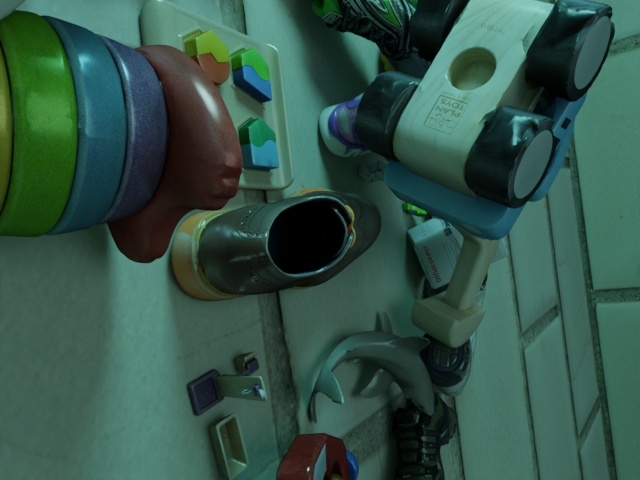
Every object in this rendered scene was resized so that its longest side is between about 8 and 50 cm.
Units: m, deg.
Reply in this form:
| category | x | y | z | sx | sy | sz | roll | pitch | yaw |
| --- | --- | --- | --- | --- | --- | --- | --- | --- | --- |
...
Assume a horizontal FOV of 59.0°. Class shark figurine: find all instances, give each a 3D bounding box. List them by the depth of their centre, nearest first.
| category | x | y | z | sx | sy | sz | roll | pitch | yaw |
| --- | --- | --- | --- | --- | --- | --- | --- | --- | --- |
| shark figurine | 0.093 | 0.164 | 0.803 | 0.278 | 0.116 | 0.166 | 15 | 62 | -45 |

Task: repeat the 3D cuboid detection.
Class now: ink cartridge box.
| category | x | y | z | sx | sy | sz | roll | pitch | yaw |
| --- | --- | --- | --- | --- | --- | --- | --- | --- | --- |
| ink cartridge box | 0.246 | 0.005 | 1.023 | 0.063 | 0.150 | 0.109 | -106 | 170 | -63 |

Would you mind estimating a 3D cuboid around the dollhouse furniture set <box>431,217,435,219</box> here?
| category | x | y | z | sx | sy | sz | roll | pitch | yaw |
| --- | --- | --- | --- | --- | --- | --- | --- | --- | --- |
| dollhouse furniture set | 0.284 | -0.080 | 1.126 | 0.161 | 0.101 | 0.182 | -46 | 131 | -60 |

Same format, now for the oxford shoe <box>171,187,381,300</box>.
| category | x | y | z | sx | sy | sz | roll | pitch | yaw |
| --- | --- | --- | --- | --- | --- | --- | --- | --- | --- |
| oxford shoe | 0.000 | 0.000 | 0.688 | 0.363 | 0.132 | 0.130 | -19 | 99 | -55 |

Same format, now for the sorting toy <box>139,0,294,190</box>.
| category | x | y | z | sx | sy | sz | roll | pitch | yaw |
| --- | --- | --- | --- | --- | --- | --- | --- | --- | --- |
| sorting toy | -0.103 | -0.157 | 0.651 | 0.208 | 0.038 | 0.193 | -5 | 89 | -55 |

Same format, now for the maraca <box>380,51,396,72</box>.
| category | x | y | z | sx | sy | sz | roll | pitch | yaw |
| --- | --- | --- | --- | --- | --- | --- | --- | --- | --- |
| maraca | 0.160 | -0.313 | 0.996 | 0.127 | 0.099 | 0.186 | 15 | 64 | -45 |

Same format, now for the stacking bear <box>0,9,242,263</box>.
| category | x | y | z | sx | sy | sz | roll | pitch | yaw |
| --- | --- | --- | --- | --- | --- | --- | --- | --- | --- |
| stacking bear | -0.227 | -0.070 | 0.365 | 0.289 | 0.175 | 0.164 | -6 | 71 | -46 |

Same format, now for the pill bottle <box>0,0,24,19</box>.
| category | x | y | z | sx | sy | sz | roll | pitch | yaw |
| --- | --- | --- | --- | --- | --- | --- | --- | --- | --- |
| pill bottle | -0.258 | -0.212 | 0.282 | 0.221 | 0.121 | 0.121 | 32 | 47 | 1 |

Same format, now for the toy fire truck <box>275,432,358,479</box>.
| category | x | y | z | sx | sy | sz | roll | pitch | yaw |
| --- | --- | --- | --- | --- | --- | --- | --- | --- | --- |
| toy fire truck | 0.005 | 0.362 | 0.637 | 0.254 | 0.169 | 0.302 | -18 | 100 | -79 |

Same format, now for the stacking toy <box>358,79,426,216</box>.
| category | x | y | z | sx | sy | sz | roll | pitch | yaw |
| --- | --- | --- | --- | --- | --- | --- | --- | --- | --- |
| stacking toy | 0.143 | -0.154 | 0.992 | 0.221 | 0.052 | 0.167 | 30 | 60 | -50 |

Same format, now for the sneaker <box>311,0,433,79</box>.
| category | x | y | z | sx | sy | sz | roll | pitch | yaw |
| --- | --- | --- | --- | --- | --- | --- | --- | --- | --- |
| sneaker | 0.066 | -0.339 | 0.838 | 0.343 | 0.134 | 0.146 | 44 | 69 | -16 |

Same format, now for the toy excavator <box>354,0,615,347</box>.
| category | x | y | z | sx | sy | sz | roll | pitch | yaw |
| --- | --- | --- | --- | --- | --- | --- | --- | --- | --- |
| toy excavator | 0.232 | -0.069 | 0.815 | 0.433 | 0.222 | 0.445 | -60 | 145 | -2 |

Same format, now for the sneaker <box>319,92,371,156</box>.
| category | x | y | z | sx | sy | sz | roll | pitch | yaw |
| --- | --- | --- | --- | --- | --- | --- | --- | --- | --- |
| sneaker | 0.119 | -0.180 | 0.850 | 0.236 | 0.104 | 0.095 | -10 | 80 | -33 |

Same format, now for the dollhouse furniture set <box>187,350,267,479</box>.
| category | x | y | z | sx | sy | sz | roll | pitch | yaw |
| --- | --- | --- | --- | --- | --- | --- | --- | --- | --- |
| dollhouse furniture set | -0.069 | 0.188 | 0.601 | 0.091 | 0.081 | 0.114 | -22 | 102 | -54 |

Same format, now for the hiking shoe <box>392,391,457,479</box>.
| category | x | y | z | sx | sy | sz | roll | pitch | yaw |
| --- | --- | --- | --- | --- | --- | --- | --- | --- | --- |
| hiking shoe | 0.145 | 0.325 | 0.901 | 0.114 | 0.086 | 0.227 | 54 | 37 | -16 |

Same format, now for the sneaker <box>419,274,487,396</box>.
| category | x | y | z | sx | sy | sz | roll | pitch | yaw |
| --- | --- | --- | --- | --- | --- | --- | --- | --- | --- |
| sneaker | 0.250 | 0.153 | 1.071 | 0.129 | 0.111 | 0.297 | 67 | 38 | -49 |
